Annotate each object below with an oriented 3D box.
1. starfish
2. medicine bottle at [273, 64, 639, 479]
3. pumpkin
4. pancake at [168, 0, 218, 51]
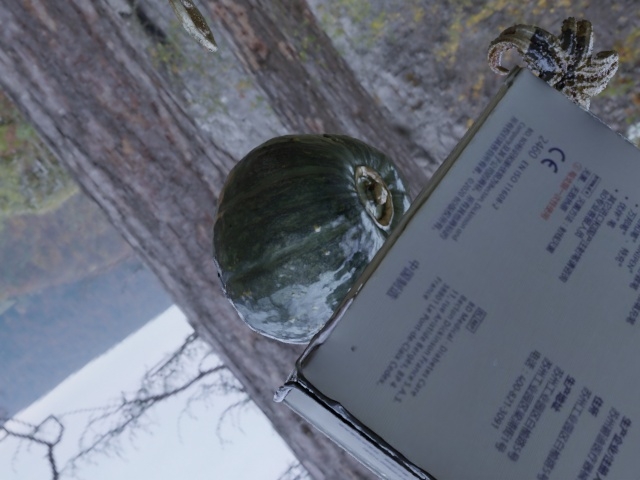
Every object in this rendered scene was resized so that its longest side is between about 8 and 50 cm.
[{"bbox_3d":[0.265,-0.169,0.899,0.190,0.146,0.074,-15,-164,-25],"label":"starfish"},{"bbox_3d":[0.104,0.039,0.365,0.201,0.171,0.052,-53,177,-25],"label":"medicine bottle"},{"bbox_3d":[0.000,0.000,1.156,0.257,0.291,0.328,-23,160,33],"label":"pumpkin"},{"bbox_3d":[-0.192,-0.331,1.187,0.022,0.139,0.139,-30,-174,7],"label":"pancake"}]
